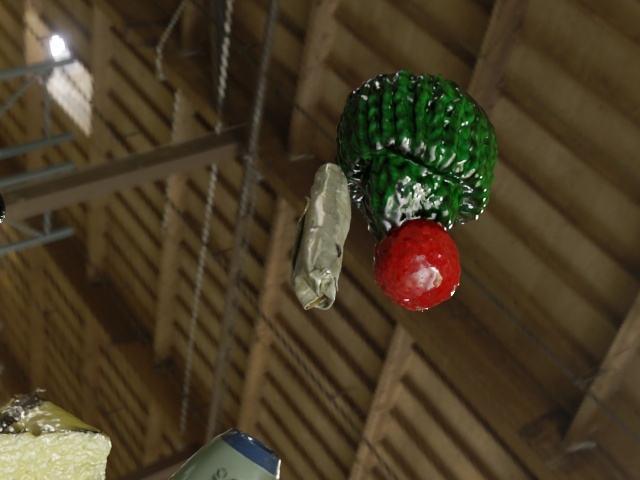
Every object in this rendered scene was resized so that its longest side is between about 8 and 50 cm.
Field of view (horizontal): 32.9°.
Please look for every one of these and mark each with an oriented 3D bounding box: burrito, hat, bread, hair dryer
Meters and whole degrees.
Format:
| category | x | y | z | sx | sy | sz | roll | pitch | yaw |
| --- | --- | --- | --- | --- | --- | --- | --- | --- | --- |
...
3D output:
| category | x | y | z | sx | sy | sz | roll | pitch | yaw |
| --- | --- | --- | --- | --- | --- | --- | --- | --- | --- |
| burrito | 0.000 | 0.000 | 1.296 | 0.226 | 0.060 | 0.087 | -80 | 168 | -56 |
| hat | 0.126 | -0.054 | 1.552 | 0.242 | 0.274 | 0.332 | -8 | -118 | 29 |
| bread | -0.298 | 0.246 | 1.093 | 0.127 | 0.152 | 0.147 | 20 | -69 | 31 |
| hair dryer | -0.043 | 0.227 | 0.609 | 0.199 | 0.167 | 0.067 | 46 | 1 | 21 |

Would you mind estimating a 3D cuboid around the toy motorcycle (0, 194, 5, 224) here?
| category | x | y | z | sx | sy | sz | roll | pitch | yaw |
| --- | --- | --- | --- | --- | --- | --- | --- | --- | --- |
| toy motorcycle | -0.574 | 0.053 | 1.599 | 0.142 | 0.206 | 0.342 | 126 | -37 | -58 |
